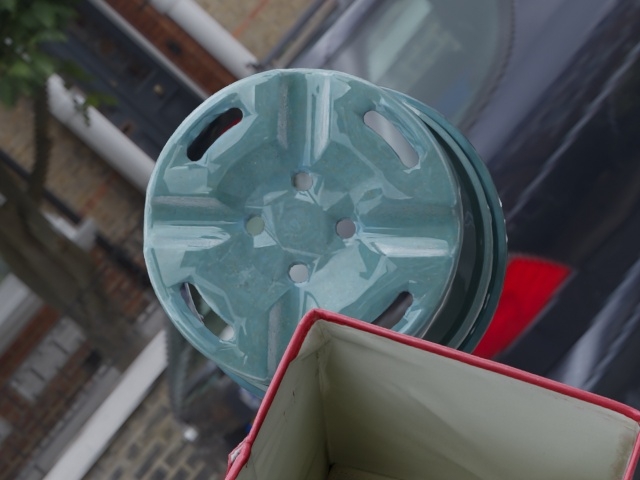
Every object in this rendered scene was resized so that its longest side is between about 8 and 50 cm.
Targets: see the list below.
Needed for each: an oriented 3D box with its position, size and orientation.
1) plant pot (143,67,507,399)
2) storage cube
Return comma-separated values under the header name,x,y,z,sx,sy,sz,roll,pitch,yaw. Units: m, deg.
name,x,y,z,sx,sy,sz,roll,pitch,yaw
plant pot,0.000,0.000,1.230,0.341,0.341,0.334,-48,-6,2
storage cube,0.051,0.184,0.740,0.193,0.215,0.184,86,-154,-53
